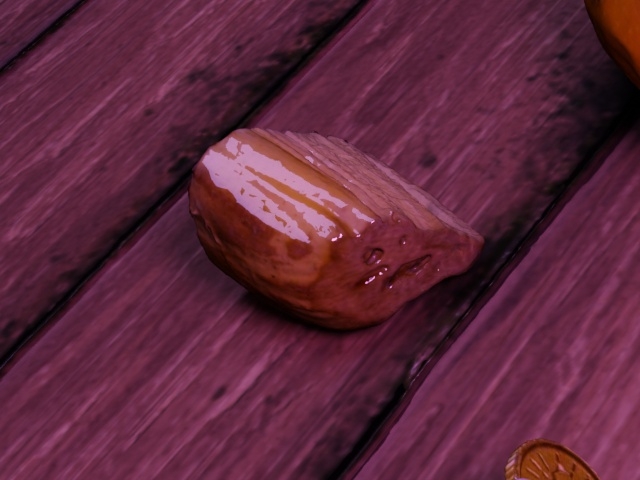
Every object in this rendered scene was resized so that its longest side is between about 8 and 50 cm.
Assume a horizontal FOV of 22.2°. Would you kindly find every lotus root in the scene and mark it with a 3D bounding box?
[{"bbox_3d":[0.003,-0.001,0.907,0.159,0.095,0.135,3,24,-43],"label":"lotus root"}]

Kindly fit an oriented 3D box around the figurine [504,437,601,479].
[{"bbox_3d":[0.089,0.169,0.610,0.143,0.143,0.271,0,43,24],"label":"figurine"}]

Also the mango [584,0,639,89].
[{"bbox_3d":[0.250,-0.179,0.968,0.187,0.144,0.359,4,36,11],"label":"mango"}]
